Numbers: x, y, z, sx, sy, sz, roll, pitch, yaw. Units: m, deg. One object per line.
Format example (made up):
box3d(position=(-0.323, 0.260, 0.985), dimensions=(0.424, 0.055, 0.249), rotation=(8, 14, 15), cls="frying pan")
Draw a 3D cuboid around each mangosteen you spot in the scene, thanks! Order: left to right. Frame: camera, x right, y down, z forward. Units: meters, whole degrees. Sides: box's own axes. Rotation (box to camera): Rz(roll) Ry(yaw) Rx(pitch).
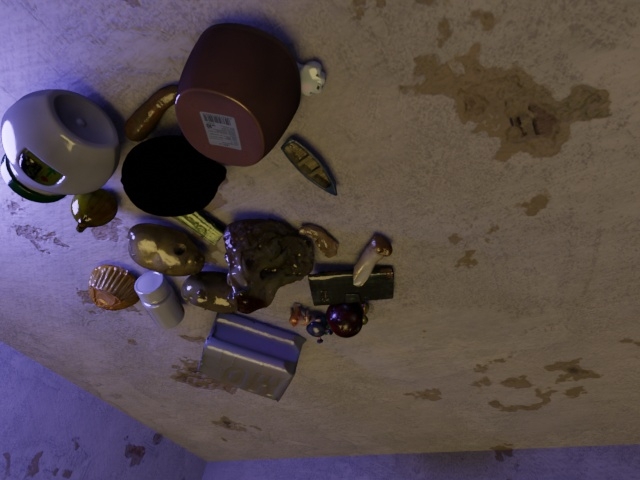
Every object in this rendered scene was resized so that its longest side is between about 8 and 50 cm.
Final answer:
box3d(position=(0.113, 0.303, 1.780), dimensions=(0.180, 0.166, 0.166), rotation=(-20, 134, -6), cls="mangosteen")

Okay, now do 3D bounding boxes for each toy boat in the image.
box3d(position=(-0.022, -0.221, 1.340), dimensions=(0.080, 0.046, 0.228), rotation=(-29, 123, 34), cls="toy boat")

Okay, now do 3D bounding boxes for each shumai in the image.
box3d(position=(-0.193, 0.090, 1.531), dimensions=(0.345, 0.283, 0.217), rotation=(33, 134, -20), cls="shumai")

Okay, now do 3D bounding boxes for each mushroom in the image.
box3d(position=(0.172, 0.075, 1.560), dimensions=(0.084, 0.071, 0.209), rotation=(19, 124, -18), cls="mushroom")

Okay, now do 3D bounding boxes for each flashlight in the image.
box3d(position=(-0.083, -0.436, 1.133), dimensions=(0.200, 0.048, 0.093), rotation=(22, 140, -6), cls="flashlight")

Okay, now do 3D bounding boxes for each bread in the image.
box3d(position=(-0.889, 0.213, 1.924), dimensions=(0.239, 0.139, 0.240), rotation=(9, 139, 8), cls="bread")

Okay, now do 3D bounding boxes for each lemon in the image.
box3d(position=(-0.437, -0.189, 1.329), dimensions=(0.319, 0.245, 0.245), rotation=(-4, 135, 5), cls="lemon")

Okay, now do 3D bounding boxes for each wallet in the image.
box3d(position=(0.117, 0.173, 1.681), dimensions=(0.316, 0.044, 0.169), rotation=(-5, 132, 3), cls="wallet")

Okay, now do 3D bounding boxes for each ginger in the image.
box3d(position=(0.002, -0.002, 1.563), dimensions=(0.069, 0.051, 0.173), rotation=(-31, 117, 29), cls="ginger")

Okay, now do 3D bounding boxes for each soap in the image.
box3d(position=(-0.330, 0.544, 2.087), dimensions=(0.434, 0.213, 0.350), rotation=(22, 137, -9), cls="soap")

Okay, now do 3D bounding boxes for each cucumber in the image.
box3d(position=(-0.439, -0.072, 1.588), dimensions=(0.211, 0.062, 0.078), rotation=(38, 98, -16), cls="cucumber")

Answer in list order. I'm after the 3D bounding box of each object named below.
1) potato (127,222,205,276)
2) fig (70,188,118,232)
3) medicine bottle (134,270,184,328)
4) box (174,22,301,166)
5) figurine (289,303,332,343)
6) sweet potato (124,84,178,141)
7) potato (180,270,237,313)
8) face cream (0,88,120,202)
box3d(position=(-0.576, 0.040, 1.674), dimensions=(0.296, 0.141, 0.192), rotation=(26, 119, -13), cls="potato")
box3d(position=(-0.790, -0.094, 1.553), dimensions=(0.147, 0.187, 0.142), rotation=(-4, 151, 28), cls="fig")
box3d(position=(-0.689, 0.258, 1.921), dimensions=(0.144, 0.145, 0.252), rotation=(3, 138, 11), cls="medicine bottle")
box3d(position=(-0.206, -0.341, 1.096), dimensions=(0.300, 0.216, 0.301), rotation=(13, 147, 9), cls="box")
box3d(position=(-0.044, 0.354, 1.899), dimensions=(0.194, 0.102, 0.111), rotation=(21, 139, -9), cls="figurine")
box3d(position=(-0.480, -0.370, 1.281), dimensions=(0.273, 0.075, 0.075), rotation=(-31, 122, 31), cls="sweet potato")
box3d(position=(-0.422, 0.205, 1.792), dimensions=(0.262, 0.165, 0.165), rotation=(10, 138, -15), cls="potato")
box3d(position=(-0.780, -0.274, 1.336), dimensions=(0.356, 0.220, 0.312), rotation=(-24, 127, 37), cls="face cream")
